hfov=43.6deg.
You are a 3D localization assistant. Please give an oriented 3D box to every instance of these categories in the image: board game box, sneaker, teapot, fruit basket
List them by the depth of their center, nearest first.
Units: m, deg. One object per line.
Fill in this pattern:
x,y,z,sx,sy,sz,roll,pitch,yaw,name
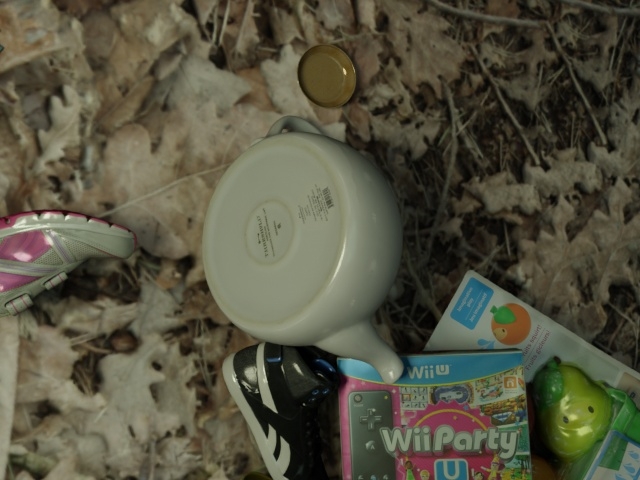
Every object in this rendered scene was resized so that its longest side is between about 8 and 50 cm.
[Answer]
-0.320,0.026,0.835,0.253,0.103,0.111,-5,95,-18,sneaker
0.000,0.000,0.919,0.187,0.253,0.255,11,100,-51,teapot
-0.016,0.211,0.943,0.121,0.079,0.216,-26,101,21,sneaker
0.139,0.286,0.965,0.224,0.097,0.303,-4,84,9,board game box
0.268,0.264,1.053,0.353,0.165,0.327,33,83,-11,fruit basket

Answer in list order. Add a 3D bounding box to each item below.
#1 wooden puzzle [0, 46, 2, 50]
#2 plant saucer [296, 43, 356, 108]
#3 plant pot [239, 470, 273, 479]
-0.378,-0.204,0.857,0.049,0.006,0.083,38,74,-19,wooden puzzle
0.005,-0.210,1.027,0.084,0.015,0.083,1,88,-24,plant saucer
-0.075,0.353,0.927,0.095,0.134,0.134,-45,108,7,plant pot
